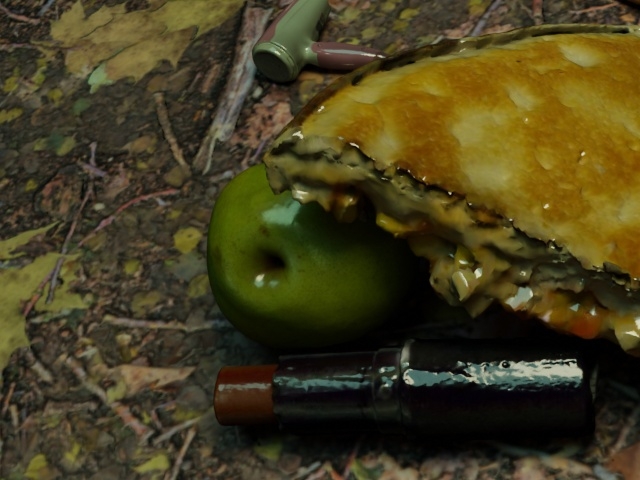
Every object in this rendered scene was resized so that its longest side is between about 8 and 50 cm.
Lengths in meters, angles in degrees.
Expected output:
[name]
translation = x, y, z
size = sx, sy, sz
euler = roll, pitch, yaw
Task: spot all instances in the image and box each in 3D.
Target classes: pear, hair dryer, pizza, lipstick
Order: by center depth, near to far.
[pizza]
translation = 0.206, -0.003, 0.866
size = 0.440, 0.130, 0.406
euler = -19, 59, -34
[lipstick]
translation = 0.061, 0.115, 0.886
size = 0.299, 0.081, 0.081
euler = -2, 52, 15
[pear]
translation = 0.000, 0.000, 0.961
size = 0.180, 0.166, 0.216
euler = -32, 4, 25
[hair dryer]
translation = 0.018, -0.197, 1.186
size = 0.154, 0.054, 0.106
euler = 22, 58, 21

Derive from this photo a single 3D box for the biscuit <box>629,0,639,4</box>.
[biscuit]
translation = 0.334, -0.296, 1.156
size = 0.144, 0.033, 0.224
euler = -18, 49, 7
